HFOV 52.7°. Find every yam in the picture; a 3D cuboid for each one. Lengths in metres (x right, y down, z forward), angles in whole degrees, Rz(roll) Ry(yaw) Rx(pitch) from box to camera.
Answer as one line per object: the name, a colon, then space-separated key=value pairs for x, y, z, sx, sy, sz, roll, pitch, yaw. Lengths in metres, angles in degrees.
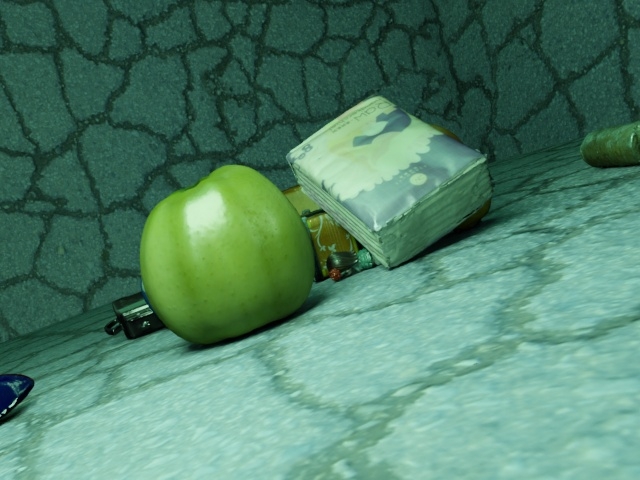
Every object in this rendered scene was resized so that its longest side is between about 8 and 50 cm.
yam: x=0.641 y=-0.201 z=1.372 sx=0.093 sy=0.093 sz=0.259 roll=-19 pitch=4 yaw=3

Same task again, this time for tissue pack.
tissue pack: x=0.115 y=-0.126 z=1.202 sx=0.242 sy=0.125 sz=0.343 roll=-35 pitch=43 yaw=-9

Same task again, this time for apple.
apple: x=-0.150 y=0.029 z=1.007 sx=0.279 sy=0.279 sz=0.279 roll=-19 pitch=4 yaw=1

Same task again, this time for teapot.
teapot: x=-0.387 y=0.169 z=1.420 sx=0.177 sy=0.087 sz=0.096 roll=-20 pitch=27 yaw=-9

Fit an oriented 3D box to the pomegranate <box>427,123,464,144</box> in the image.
pomegranate: x=0.256 y=-0.145 z=1.563 sx=0.252 sy=0.270 sz=0.229 roll=-50 pitch=24 yaw=15

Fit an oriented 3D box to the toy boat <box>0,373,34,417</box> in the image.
toy boat: x=-0.594 y=0.279 z=0.987 sx=0.318 sy=0.072 sz=0.219 roll=-21 pitch=0 yaw=23

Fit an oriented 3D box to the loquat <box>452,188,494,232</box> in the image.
loquat: x=0.267 y=-0.083 z=1.271 sx=0.141 sy=0.141 sz=0.141 roll=-19 pitch=4 yaw=1

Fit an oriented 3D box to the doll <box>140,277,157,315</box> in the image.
doll: x=-0.250 y=0.068 z=1.361 sx=0.257 sy=0.215 sz=0.161 roll=-36 pitch=-21 yaw=-22

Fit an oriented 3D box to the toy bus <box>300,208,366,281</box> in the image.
toy bus: x=0.000 y=0.000 z=1.395 sx=0.167 sy=0.138 sz=0.275 roll=-19 pitch=5 yaw=-14

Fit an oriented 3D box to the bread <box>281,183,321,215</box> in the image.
bread: x=0.000 y=-0.062 z=1.738 sx=0.279 sy=0.207 sz=0.279 roll=-14 pitch=7 yaw=46

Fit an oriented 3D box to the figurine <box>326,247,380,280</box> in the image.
figurine: x=0.062 y=0.043 z=1.198 sx=0.106 sy=0.047 sz=0.060 roll=-13 pitch=39 yaw=-10
